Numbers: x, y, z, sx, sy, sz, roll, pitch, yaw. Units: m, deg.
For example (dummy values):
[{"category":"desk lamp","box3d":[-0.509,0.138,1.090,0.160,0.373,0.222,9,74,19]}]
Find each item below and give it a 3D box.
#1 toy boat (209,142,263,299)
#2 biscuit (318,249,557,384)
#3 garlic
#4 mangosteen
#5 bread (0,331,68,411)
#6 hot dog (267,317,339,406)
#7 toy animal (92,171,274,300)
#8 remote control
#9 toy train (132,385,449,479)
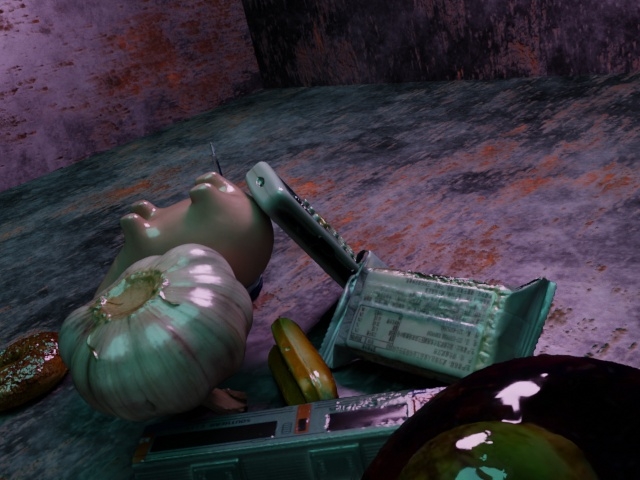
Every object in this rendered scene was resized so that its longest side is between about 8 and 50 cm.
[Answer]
[{"category":"toy boat","box3d":[-0.175,-0.040,1.227,0.066,0.291,0.220,-16,23,-1]},{"category":"biscuit","box3d":[0.144,0.109,0.895,0.309,0.079,0.186,5,68,41]},{"category":"garlic","box3d":[-0.177,0.149,0.860,0.244,0.253,0.245,-22,33,15]},{"category":"mangosteen","box3d":[0.155,0.210,0.394,0.305,0.360,0.306,-6,58,10]},{"category":"bread","box3d":[-0.507,0.216,1.122,0.193,0.064,0.193,-15,22,6]},{"category":"hot dog","box3d":[-0.027,0.174,0.905,0.062,0.092,0.236,-2,21,-17]},{"category":"toy animal","box3d":[-0.212,0.053,1.045,0.326,0.269,0.237,-22,16,16]},{"category":"remote control","box3d":[0.000,0.000,1.054,0.056,0.296,0.140,-41,34,6]},{"category":"toy train","box3d":[-0.005,0.238,0.750,0.408,0.086,0.089,-9,24,10]}]
